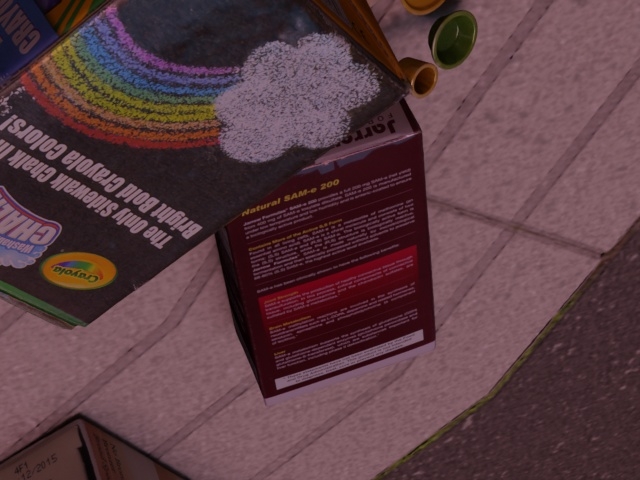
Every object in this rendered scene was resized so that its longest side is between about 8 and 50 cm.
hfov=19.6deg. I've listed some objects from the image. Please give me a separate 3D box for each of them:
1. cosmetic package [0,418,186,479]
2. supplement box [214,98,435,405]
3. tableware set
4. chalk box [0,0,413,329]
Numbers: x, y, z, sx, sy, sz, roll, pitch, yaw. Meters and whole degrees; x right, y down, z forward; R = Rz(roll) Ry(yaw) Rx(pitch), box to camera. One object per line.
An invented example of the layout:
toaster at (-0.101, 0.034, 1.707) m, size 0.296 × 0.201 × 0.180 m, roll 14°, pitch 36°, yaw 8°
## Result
cosmetic package at (-0.131, 0.269, 1.403) m, size 0.129 × 0.153 × 0.296 m, roll -32°, pitch 145°, yaw 13°
supplement box at (0.000, 0.000, 1.196) m, size 0.130 × 0.073 × 0.239 m, roll -18°, pitch 144°, yaw -8°
tableware set at (0.045, -0.142, 1.053) m, size 0.104 × 0.024 × 0.154 m, roll -41°, pitch 137°, yaw -20°
chalk box at (-0.138, -0.089, 0.921) m, size 0.289 × 0.179 × 0.180 m, roll -34°, pitch 144°, yaw 16°
